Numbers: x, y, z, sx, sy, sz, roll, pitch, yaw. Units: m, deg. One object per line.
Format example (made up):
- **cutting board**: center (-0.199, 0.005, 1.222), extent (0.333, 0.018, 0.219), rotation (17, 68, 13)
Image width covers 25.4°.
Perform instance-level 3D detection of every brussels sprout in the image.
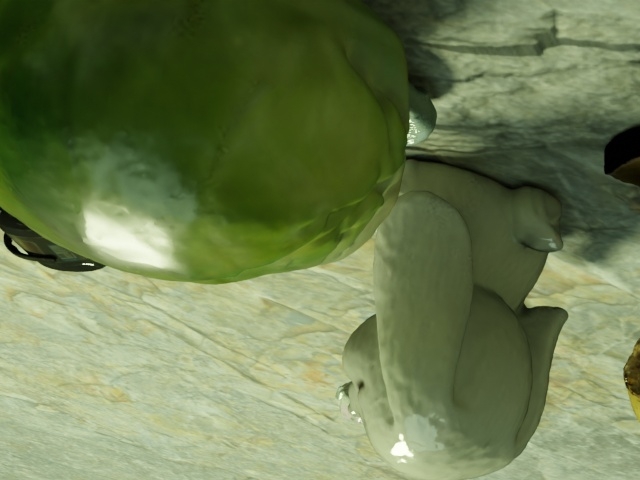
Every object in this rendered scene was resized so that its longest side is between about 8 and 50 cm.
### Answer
- **brussels sprout**: center (-0.096, -0.104, 1.027), extent (0.344, 0.268, 0.344), rotation (6, 177, 0)

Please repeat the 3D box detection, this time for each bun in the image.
- **bun**: center (0.056, -0.110, 1.161), extent (0.083, 0.045, 0.083), rotation (10, 158, 4)

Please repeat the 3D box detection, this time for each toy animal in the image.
- **toy animal**: center (0.118, 0.085, 1.284), extent (0.206, 0.265, 0.271), rotation (-7, 146, 36)

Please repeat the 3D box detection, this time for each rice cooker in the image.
- **rice cooker**: center (-0.250, -0.033, 1.413), extent (0.165, 0.112, 0.106), rotation (1, 147, 24)

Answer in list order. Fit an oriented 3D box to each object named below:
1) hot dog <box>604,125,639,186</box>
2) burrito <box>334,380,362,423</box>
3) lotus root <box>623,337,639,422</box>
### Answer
- **hot dog**: center (0.373, -0.037, 1.070), extent (0.194, 0.107, 0.326), rotation (24, 154, -21)
- **burrito**: center (0.111, 0.203, 1.790), extent (0.203, 0.064, 0.064), rotation (-2, 151, 28)
- **lotus root**: center (0.408, 0.163, 1.452), extent (0.146, 0.131, 0.303), rotation (-7, 150, 41)
